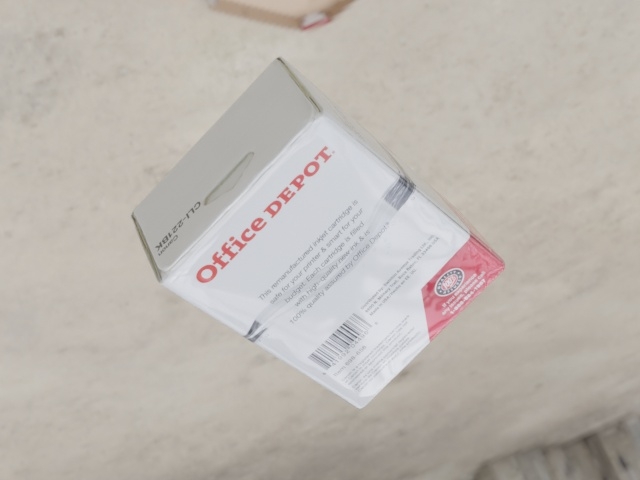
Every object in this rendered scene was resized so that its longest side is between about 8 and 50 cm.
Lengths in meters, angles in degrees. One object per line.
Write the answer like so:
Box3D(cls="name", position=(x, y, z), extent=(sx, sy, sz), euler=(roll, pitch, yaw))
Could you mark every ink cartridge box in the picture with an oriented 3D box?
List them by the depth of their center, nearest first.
Box3D(cls="ink cartridge box", position=(0.000, 0.000, 1.096), extent=(0.197, 0.114, 0.273), euler=(-46, 130, 9))
